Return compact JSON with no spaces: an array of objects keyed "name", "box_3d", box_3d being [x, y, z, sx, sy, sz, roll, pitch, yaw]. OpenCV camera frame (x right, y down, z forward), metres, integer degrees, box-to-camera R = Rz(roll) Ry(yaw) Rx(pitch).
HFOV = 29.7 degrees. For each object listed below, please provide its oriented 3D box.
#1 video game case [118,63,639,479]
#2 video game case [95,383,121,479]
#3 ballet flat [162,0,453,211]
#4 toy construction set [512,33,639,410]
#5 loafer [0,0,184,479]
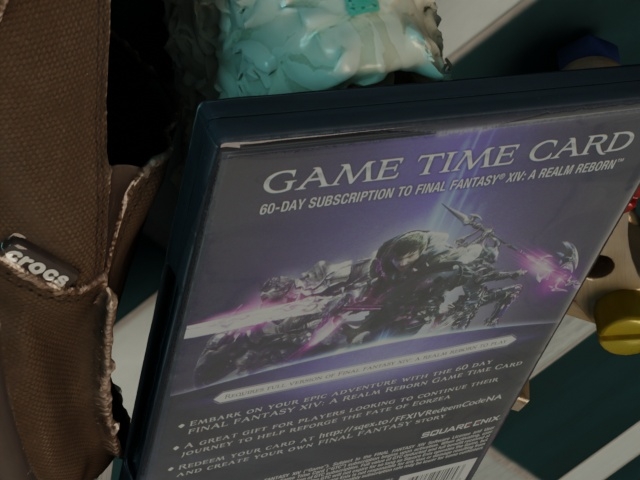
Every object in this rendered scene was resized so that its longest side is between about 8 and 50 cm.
[{"name":"video game case","box_3d":[0.020,0.044,0.514,0.196,0.026,0.274,-8,139,-25]},{"name":"video game case","box_3d":[-0.210,0.223,0.664,0.244,0.061,0.269,-53,167,-40]},{"name":"ballet flat","box_3d":[0.000,0.000,0.587,0.147,0.147,0.409,-27,151,-12]},{"name":"toy construction set","box_3d":[0.207,0.056,0.731,0.257,0.309,0.237,4,139,-37]},{"name":"loafer","box_3d":[-0.104,-0.011,0.461,0.130,0.134,0.366,-24,149,-17]}]
